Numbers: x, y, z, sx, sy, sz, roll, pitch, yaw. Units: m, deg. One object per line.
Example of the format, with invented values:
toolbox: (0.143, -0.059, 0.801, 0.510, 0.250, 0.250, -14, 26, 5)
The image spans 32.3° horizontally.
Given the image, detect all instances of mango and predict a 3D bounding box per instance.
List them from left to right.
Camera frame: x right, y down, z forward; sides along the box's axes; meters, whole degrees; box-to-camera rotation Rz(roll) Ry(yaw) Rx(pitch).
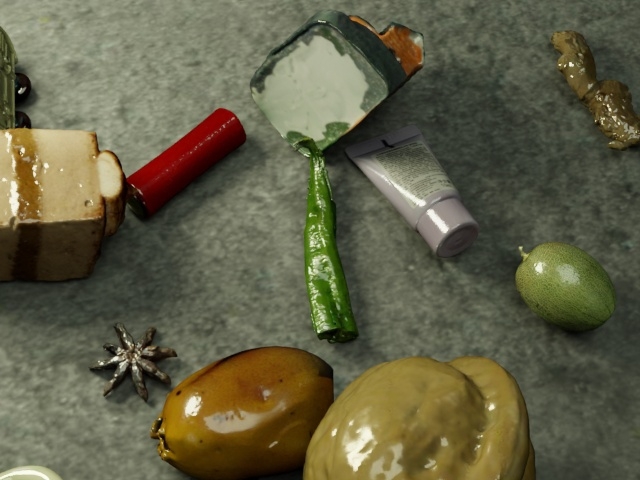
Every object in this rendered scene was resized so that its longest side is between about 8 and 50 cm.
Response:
mango: (-0.112, 0.265, 1.676, 0.287, 0.152, 0.201, -17, 56, -22)

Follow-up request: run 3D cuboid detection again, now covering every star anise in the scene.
star anise: (-0.291, 0.188, 1.739, 0.141, 0.042, 0.141, 5, 64, -10)

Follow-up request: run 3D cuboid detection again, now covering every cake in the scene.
cake: (-0.439, -0.059, 1.753, 0.293, 0.198, 0.196, -3, 59, -17)

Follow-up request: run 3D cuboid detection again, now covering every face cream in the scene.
face cream: (0.170, -0.095, 1.958, 0.154, 0.096, 0.274, -22, 57, -18)

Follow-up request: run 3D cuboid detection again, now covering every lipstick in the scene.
lipstick: (-0.233, -0.134, 1.891, 0.080, 0.080, 0.241, 43, 64, 11)

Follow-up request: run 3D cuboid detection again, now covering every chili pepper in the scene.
chili pepper: (0.000, 0.000, 1.875, 0.085, 0.076, 0.359, 4, 66, -31)

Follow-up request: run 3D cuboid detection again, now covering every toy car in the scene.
toy car: (-0.610, -0.246, 1.833, 0.198, 0.204, 0.248, -13, 63, 8)

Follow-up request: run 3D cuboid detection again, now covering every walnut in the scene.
walnut: (0.147, 0.355, 1.596, 0.384, 0.383, 0.383, 5, 63, -9)

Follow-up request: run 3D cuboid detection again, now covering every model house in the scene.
model house: (0.061, -0.322, 1.962, 0.190, 0.271, 0.301, 50, 48, -2)

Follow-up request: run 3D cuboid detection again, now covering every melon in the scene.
melon: (0.411, 0.075, 1.883, 0.192, 0.139, 0.139, 38, 63, 3)

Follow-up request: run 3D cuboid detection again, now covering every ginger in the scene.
ginger: (0.533, -0.299, 2.126, 0.122, 0.084, 0.290, -25, 70, -15)

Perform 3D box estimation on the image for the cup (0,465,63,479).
cup: (-0.400, 0.419, 1.525, 0.202, 0.173, 0.255, -28, 73, -24)
